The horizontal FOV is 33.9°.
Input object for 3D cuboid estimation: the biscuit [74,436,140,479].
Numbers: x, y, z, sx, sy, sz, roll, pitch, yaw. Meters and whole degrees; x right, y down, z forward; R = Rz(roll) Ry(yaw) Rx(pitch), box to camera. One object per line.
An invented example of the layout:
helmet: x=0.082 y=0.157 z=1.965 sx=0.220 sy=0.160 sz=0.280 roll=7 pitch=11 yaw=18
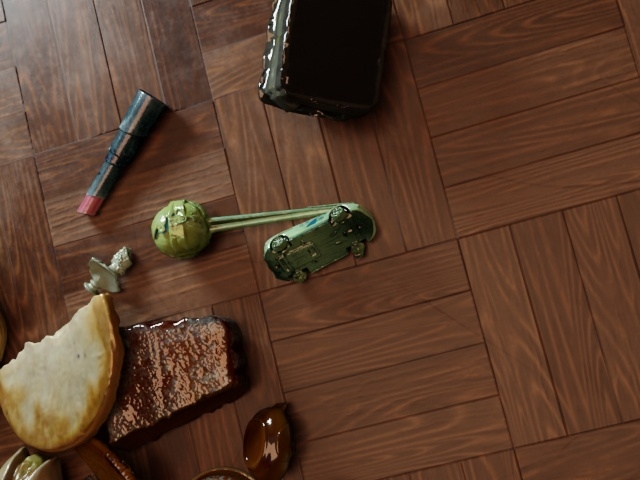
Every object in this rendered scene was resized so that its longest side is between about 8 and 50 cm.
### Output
biscuit: x=-0.321 y=0.379 z=1.679 sx=0.206 sy=0.126 sz=0.025 roll=45 pitch=58 yaw=14

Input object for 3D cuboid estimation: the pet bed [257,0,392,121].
pet bed: x=0.003 y=-0.296 z=1.656 sx=0.183 sy=0.159 sz=0.211 roll=8 pitch=88 yaw=-13

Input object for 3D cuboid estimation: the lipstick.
lipstick: x=-0.342 y=-0.142 z=1.762 sx=0.053 sy=0.053 sz=0.234 roll=34 pitch=94 yaw=13

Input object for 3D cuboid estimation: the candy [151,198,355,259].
candy: x=-0.107 y=-0.033 z=1.696 sx=0.335 sy=0.092 sz=0.093 roll=-6 pitch=47 yaw=4

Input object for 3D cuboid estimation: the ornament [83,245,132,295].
ornament: x=-0.353 y=0.054 z=1.751 sx=0.092 sy=0.041 sz=0.068 roll=-17 pitch=101 yaw=2

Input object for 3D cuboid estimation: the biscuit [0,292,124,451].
biscuit: x=-0.408 y=0.232 z=1.687 sx=0.309 sy=0.040 sz=0.205 roll=-34 pitch=64 yaw=31

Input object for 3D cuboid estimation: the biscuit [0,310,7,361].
biscuit: x=-0.670 y=0.097 z=1.766 sx=0.275 sy=0.052 sz=0.355 roll=-21 pitch=94 yaw=2

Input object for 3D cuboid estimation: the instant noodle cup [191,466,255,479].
instant noodle cup: x=-0.174 y=0.440 z=1.602 sx=0.168 sy=0.185 sz=0.168 roll=-1 pitch=85 yaw=13

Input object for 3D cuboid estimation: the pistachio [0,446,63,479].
pistachio: x=-0.483 y=0.446 z=1.693 sx=0.144 sy=0.144 sz=0.215 roll=12 pitch=70 yaw=13

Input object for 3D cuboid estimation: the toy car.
toy car: x=0.000 y=0.000 z=1.667 sx=0.186 sy=0.058 sz=0.093 roll=-27 pitch=124 yaw=8

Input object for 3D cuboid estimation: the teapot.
teapot: x=-0.072 y=0.318 z=1.653 sx=0.098 sy=0.078 sz=0.129 roll=-22 pitch=60 yaw=49

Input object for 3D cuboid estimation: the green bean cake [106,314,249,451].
green bean cake: x=-0.230 y=0.223 z=1.680 sx=0.232 sy=0.097 sz=0.199 roll=-12 pitch=81 yaw=11

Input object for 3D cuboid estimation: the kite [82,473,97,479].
kite: x=-0.420 y=0.494 z=1.627 sx=0.015 sy=0.285 sz=0.152 roll=-24 pitch=95 yaw=50
